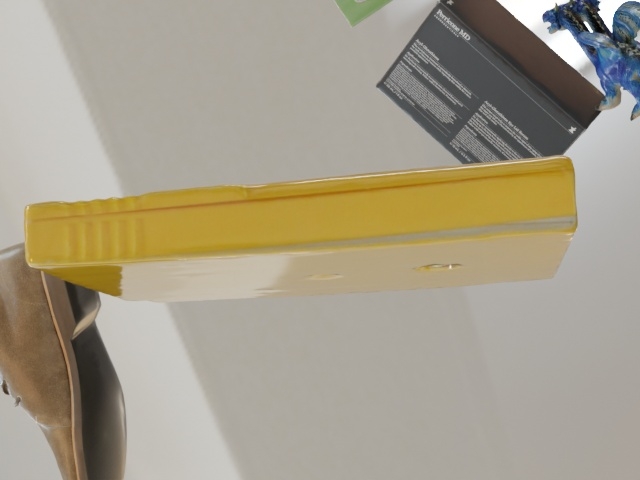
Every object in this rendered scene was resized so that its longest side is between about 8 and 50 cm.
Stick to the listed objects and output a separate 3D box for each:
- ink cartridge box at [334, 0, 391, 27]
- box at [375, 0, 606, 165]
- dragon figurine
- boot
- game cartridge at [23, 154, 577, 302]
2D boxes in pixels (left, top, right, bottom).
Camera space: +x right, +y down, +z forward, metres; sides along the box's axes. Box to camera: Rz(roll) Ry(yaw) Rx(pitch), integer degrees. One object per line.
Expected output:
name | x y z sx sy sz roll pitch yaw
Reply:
ink cartridge box | 0.027 -0.365 1.732 0.109 0.062 0.209 -32 -86 12
box | 0.235 -0.203 2.057 0.261 0.184 0.103 42 -133 4
dragon figurine | 0.363 -0.229 1.786 0.085 0.289 0.144 -33 -70 -8
boot | -0.277 0.150 1.540 0.112 0.115 0.305 -26 -74 -78
game cartridge | 0.000 0.000 0.991 0.285 0.324 0.052 51 -143 -81
